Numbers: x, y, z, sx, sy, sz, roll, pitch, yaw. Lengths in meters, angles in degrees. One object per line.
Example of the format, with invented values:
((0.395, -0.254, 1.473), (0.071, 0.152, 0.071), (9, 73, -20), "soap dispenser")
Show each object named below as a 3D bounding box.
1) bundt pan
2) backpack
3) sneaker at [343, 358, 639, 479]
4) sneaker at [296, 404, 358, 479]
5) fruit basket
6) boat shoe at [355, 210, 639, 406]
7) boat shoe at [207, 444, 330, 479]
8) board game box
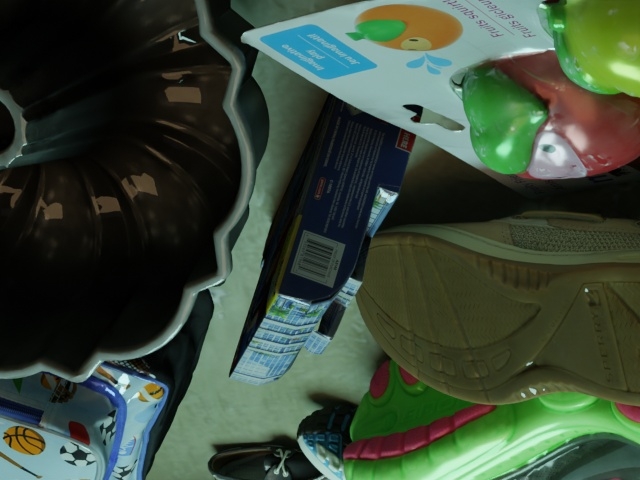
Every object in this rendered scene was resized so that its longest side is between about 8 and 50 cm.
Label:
((-0.174, -0.086, 0.929), (0.330, 0.124, 0.331), (6, 111, 17), "bundt pan")
((-0.235, 0.085, 1.142), (0.263, 0.213, 0.276), (26, 140, 2), "backpack")
((0.240, 0.134, 1.091), (0.482, 0.185, 0.202), (-13, 139, 43), "sneaker")
((0.056, 0.206, 1.286), (0.190, 0.071, 0.083), (28, 142, -15), "sneaker")
((0.190, -0.078, 0.830), (0.353, 0.166, 0.327), (-14, 157, 34), "fruit basket")
((0.158, 0.040, 1.010), (0.341, 0.110, 0.122), (8, 116, 49), "boat shoe")
((-0.040, 0.198, 1.319), (0.125, 0.046, 0.038), (-5, 140, 31), "boat shoe")
((0.000, 0.000, 1.020), (0.060, 0.194, 0.194), (20, 152, -5), "board game box")
